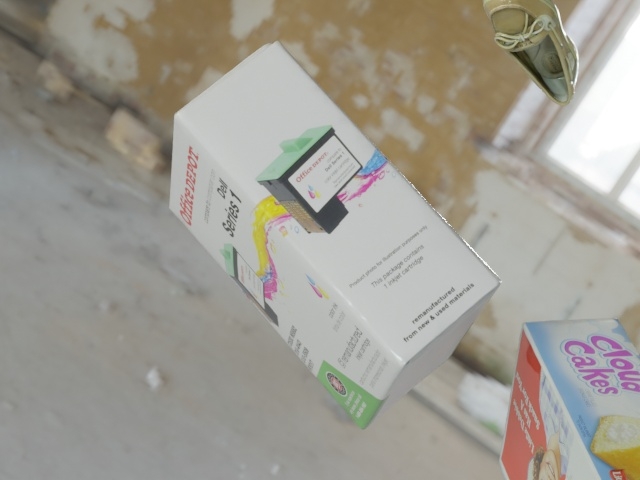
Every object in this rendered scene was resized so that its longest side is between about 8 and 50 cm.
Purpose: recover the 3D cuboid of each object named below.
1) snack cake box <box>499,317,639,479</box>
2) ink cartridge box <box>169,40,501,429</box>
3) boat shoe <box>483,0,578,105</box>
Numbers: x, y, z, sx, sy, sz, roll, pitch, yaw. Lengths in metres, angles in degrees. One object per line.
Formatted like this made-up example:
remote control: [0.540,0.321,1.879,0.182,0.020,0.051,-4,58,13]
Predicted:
snack cake box: [0.222,0.194,1.107,0.089,0.152,0.264,-2,30,-8]
ink cartridge box: [0.000,0.000,1.194,0.278,0.117,0.201,48,-20,12]
boat shoe: [0.192,-0.175,1.262,0.153,0.056,0.048,41,43,-53]
